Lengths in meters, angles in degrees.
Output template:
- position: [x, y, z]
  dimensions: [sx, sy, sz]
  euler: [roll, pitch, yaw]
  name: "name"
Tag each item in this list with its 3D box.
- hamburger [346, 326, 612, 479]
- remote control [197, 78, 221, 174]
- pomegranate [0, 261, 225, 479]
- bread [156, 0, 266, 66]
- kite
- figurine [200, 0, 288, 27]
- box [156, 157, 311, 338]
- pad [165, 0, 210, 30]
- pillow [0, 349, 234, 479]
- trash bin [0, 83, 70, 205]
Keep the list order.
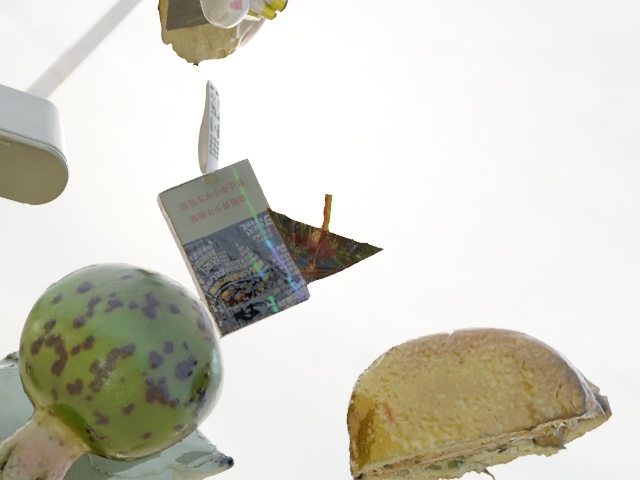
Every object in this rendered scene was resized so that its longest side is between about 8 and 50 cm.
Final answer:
- position: [0.158, 0.171, 1.021]
  dimensions: [0.144, 0.283, 0.156]
  euler: [73, 3, -52]
  name: "hamburger"
- position: [-0.249, -0.242, 2.112]
  dimensions: [0.044, 0.229, 0.073]
  euler: [-5, -16, 15]
  name: "remote control"
- position: [-0.223, 0.169, 1.037]
  dimensions: [0.231, 0.286, 0.231]
  euler: [11, -23, 5]
  name: "pomegranate"
- position: [-0.210, -0.421, 1.680]
  dimensions: [0.183, 0.211, 0.224]
  euler: [17, -3, 23]
  name: "bread"
- position: [0.000, 0.000, 1.440]
  dimensions: [0.190, 0.010, 0.159]
  euler: [20, -61, 3]
  name: "kite"
- position: [-0.123, -0.336, 1.220]
  dimensions: [0.109, 0.178, 0.129]
  euler: [-25, -90, 47]
  name: "figurine"
- position: [-0.171, 0.014, 1.874]
  dimensions: [0.310, 0.198, 0.084]
  euler: [66, -16, 2]
  name: "box"
- position: [-0.177, -0.435, 1.486]
  dimensions: [0.143, 0.211, 0.003]
  euler: [-3, -12, 28]
  name: "pad"
- position: [-0.324, 0.251, 1.216]
  dimensions: [0.310, 0.312, 0.119]
  euler: [48, -24, 23]
  name: "pillow"
- position: [-0.567, -0.184, 1.678]
  dimensions: [0.243, 0.121, 0.247]
  euler: [17, 24, -25]
  name: "trash bin"
